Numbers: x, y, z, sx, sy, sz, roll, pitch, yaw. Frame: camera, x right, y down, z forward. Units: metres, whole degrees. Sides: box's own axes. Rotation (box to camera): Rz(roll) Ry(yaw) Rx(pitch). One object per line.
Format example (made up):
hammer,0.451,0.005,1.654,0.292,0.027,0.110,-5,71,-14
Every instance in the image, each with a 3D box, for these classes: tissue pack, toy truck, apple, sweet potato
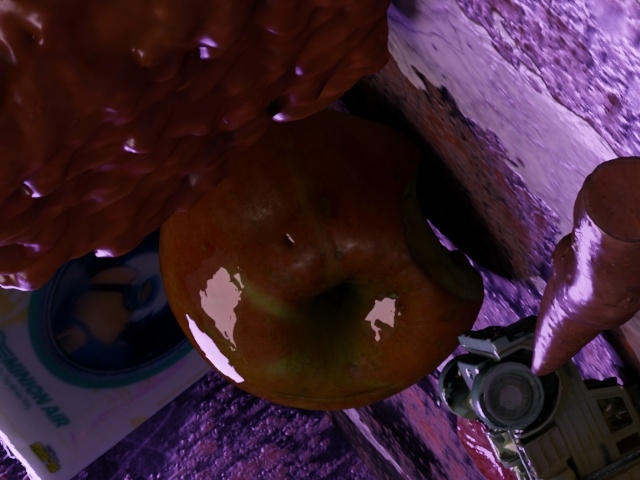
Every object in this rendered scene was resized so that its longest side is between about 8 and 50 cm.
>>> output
tissue pack,-0.170,-0.001,1.689,0.162,0.388,0.287,44,168,43
toy truck,0.189,0.166,1.344,0.259,0.135,0.128,60,171,-4
apple,0.000,0.000,1.490,0.246,0.246,0.226,58,-171,-35
sweet potato,0.159,0.022,1.103,0.281,0.059,0.067,84,-169,-76

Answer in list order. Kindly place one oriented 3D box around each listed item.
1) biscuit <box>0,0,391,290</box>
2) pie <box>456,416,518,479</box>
biscuit,-0.096,-0.102,1.112,0.110,0.312,0.318,53,174,12
pie,0.177,0.206,1.872,0.153,0.038,0.153,51,170,13
